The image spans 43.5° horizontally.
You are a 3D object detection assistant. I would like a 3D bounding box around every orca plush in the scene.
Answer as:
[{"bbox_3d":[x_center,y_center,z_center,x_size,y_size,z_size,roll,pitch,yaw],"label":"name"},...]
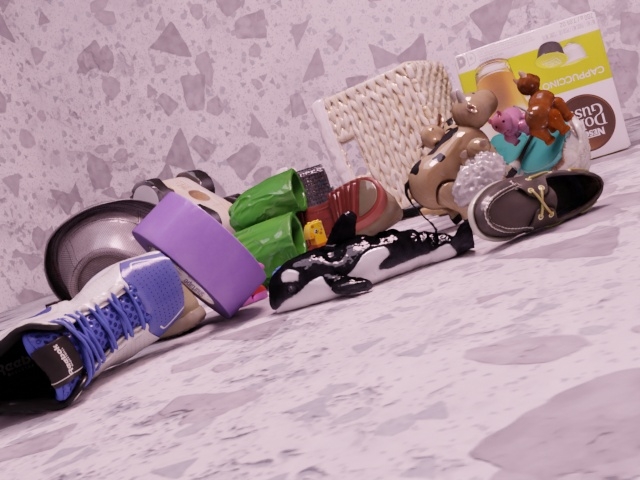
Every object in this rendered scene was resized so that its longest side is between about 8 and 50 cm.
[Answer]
[{"bbox_3d":[0.059,0.007,1.081,0.287,0.102,0.151,-16,5,14],"label":"orca plush"}]

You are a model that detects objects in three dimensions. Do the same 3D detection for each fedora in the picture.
[{"bbox_3d":[-0.316,0.062,1.332,0.243,0.275,0.124,-46,36,8],"label":"fedora"}]

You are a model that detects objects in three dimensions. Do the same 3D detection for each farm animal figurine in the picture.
[{"bbox_3d":[0.260,-0.172,1.422,0.326,0.172,0.330,-52,9,-20],"label":"farm animal figurine"}]

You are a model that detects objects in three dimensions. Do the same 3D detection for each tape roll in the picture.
[{"bbox_3d":[-0.174,0.023,1.154,0.080,0.189,0.189,-48,14,-15],"label":"tape roll"}]

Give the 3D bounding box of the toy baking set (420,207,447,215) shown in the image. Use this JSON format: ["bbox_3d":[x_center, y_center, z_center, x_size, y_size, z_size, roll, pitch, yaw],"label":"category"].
[{"bbox_3d":[0.310,-0.086,1.727,0.256,0.030,0.197,-13,3,37],"label":"toy baking set"}]

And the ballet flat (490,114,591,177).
[{"bbox_3d":[0.441,-0.165,1.537,0.147,0.146,0.409,-18,9,-3],"label":"ballet flat"}]

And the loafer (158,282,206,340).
[{"bbox_3d":[-0.299,0.113,1.218,0.269,0.092,0.102,-16,5,20],"label":"loafer"}]

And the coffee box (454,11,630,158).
[{"bbox_3d":[0.550,-0.350,2.026,0.338,0.334,0.338,-16,7,14],"label":"coffee box"}]

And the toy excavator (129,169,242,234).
[{"bbox_3d":[-0.428,0.029,2.076,0.433,0.445,0.222,29,23,19],"label":"toy excavator"}]

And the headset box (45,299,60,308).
[{"bbox_3d":[-0.587,0.165,1.848,0.083,0.062,0.032,-16,6,29],"label":"headset box"}]

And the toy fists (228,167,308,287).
[{"bbox_3d":[-0.099,-0.019,1.458,0.142,0.096,0.279,-20,35,14],"label":"toy fists"}]

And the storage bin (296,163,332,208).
[{"bbox_3d":[-0.020,-0.066,1.738,0.084,0.180,0.122,-19,5,-15],"label":"storage bin"}]

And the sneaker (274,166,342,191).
[{"bbox_3d":[0.010,-0.092,2.088,0.292,0.118,0.110,15,-27,-3],"label":"sneaker"}]

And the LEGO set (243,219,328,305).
[{"bbox_3d":[-0.029,0.023,1.279,0.227,0.093,0.087,-20,6,-31],"label":"LEGO set"}]

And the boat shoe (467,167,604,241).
[{"bbox_3d":[0.293,-0.055,1.083,0.228,0.081,0.069,-18,0,-36],"label":"boat shoe"}]

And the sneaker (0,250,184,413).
[{"bbox_3d":[-0.289,0.127,0.961,0.316,0.127,0.182,-28,13,-28],"label":"sneaker"}]

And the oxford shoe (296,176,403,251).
[{"bbox_3d":[0.000,0.000,1.557,0.348,0.123,0.130,-22,-32,28],"label":"oxford shoe"}]

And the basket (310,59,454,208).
[{"bbox_3d":[0.200,-0.244,1.953,0.267,0.328,0.331,-22,2,25],"label":"basket"}]
